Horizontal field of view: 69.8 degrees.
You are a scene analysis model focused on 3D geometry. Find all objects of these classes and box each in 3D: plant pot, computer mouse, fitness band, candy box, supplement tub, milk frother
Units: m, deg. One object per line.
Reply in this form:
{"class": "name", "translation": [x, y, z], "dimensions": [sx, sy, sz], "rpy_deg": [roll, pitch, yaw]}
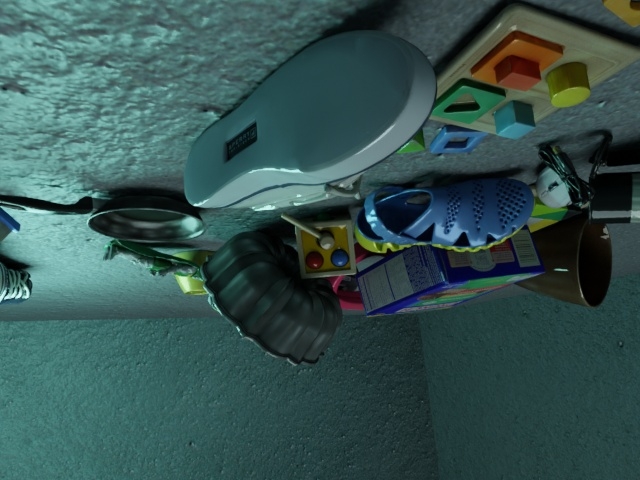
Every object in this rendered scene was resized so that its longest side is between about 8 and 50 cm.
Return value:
{"class": "plant pot", "translation": [0.559, 0.047, 1.141], "dimensions": [0.215, 0.215, 0.230], "rpy_deg": [9, 174, -41]}
{"class": "plant pot", "translation": [-0.316, 0.088, 1.183], "dimensions": [0.134, 0.095, 0.134], "rpy_deg": [-5, 165, -1]}
{"class": "computer mouse", "translation": [0.381, -0.086, 0.744], "dimensions": [0.042, 0.106, 0.193], "rpy_deg": [-34, 162, 13]}
{"class": "fitness band", "translation": [0.120, 0.091, 1.216], "dimensions": [0.209, 0.054, 0.291], "rpy_deg": [-52, 146, 16]}
{"class": "candy box", "translation": [0.274, 0.076, 1.035], "dimensions": [0.268, 0.122, 0.317], "rpy_deg": [-3, 162, -26]}
{"class": "supplement tub", "translation": [0.014, 0.095, 1.270], "dimensions": [0.117, 0.116, 0.190], "rpy_deg": [-15, 162, 34]}
{"class": "milk frother", "translation": [0.473, -0.088, 0.678], "dimensions": [0.135, 0.129, 0.143], "rpy_deg": [0, 177, 31]}

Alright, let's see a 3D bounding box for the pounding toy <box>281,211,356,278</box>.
{"class": "pounding toy", "translation": [0.000, 0.000, 0.906], "dimensions": [0.130, 0.141, 0.100], "rpy_deg": [-6, -167, 3]}

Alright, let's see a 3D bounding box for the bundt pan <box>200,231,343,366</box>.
{"class": "bundt pan", "translation": [-0.083, 0.101, 0.976], "dimensions": [0.124, 0.331, 0.331], "rpy_deg": [-49, 150, 13]}

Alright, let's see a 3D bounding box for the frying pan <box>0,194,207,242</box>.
{"class": "frying pan", "translation": [-0.357, -0.039, 0.778], "dimensions": [0.326, 0.053, 0.197], "rpy_deg": [6, 162, -29]}

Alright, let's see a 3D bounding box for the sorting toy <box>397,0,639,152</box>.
{"class": "sorting toy", "translation": [0.213, -0.160, 0.499], "dimensions": [0.196, 0.047, 0.348], "rpy_deg": [2, 164, -22]}

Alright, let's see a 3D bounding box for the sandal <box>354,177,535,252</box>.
{"class": "sandal", "translation": [0.202, -0.047, 0.795], "dimensions": [0.318, 0.126, 0.138], "rpy_deg": [-10, 160, 15]}

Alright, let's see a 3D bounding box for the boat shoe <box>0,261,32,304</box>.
{"class": "boat shoe", "translation": [-0.744, 0.095, 1.069], "dimensions": [0.341, 0.127, 0.158], "rpy_deg": [-7, 174, 40]}

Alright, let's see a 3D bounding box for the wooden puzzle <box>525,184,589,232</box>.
{"class": "wooden puzzle", "translation": [0.439, -0.052, 0.985], "dimensions": [0.221, 0.044, 0.239], "rpy_deg": [4, 163, -30]}

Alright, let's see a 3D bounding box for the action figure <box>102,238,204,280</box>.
{"class": "action figure", "translation": [-0.369, 0.053, 1.055], "dimensions": [0.232, 0.063, 0.137], "rpy_deg": [18, 166, -35]}

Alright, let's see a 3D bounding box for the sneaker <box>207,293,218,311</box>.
{"class": "sneaker", "translation": [-0.176, 0.125, 1.246], "dimensions": [0.300, 0.111, 0.121], "rpy_deg": [-15, -177, -41]}

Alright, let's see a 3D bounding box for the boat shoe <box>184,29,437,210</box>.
{"class": "boat shoe", "translation": [-0.003, -0.094, 0.516], "dimensions": [0.157, 0.135, 0.367], "rpy_deg": [9, 163, -41]}

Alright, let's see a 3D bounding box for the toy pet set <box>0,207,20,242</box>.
{"class": "toy pet set", "translation": [-0.536, -0.047, 0.724], "dimensions": [0.122, 0.065, 0.114], "rpy_deg": [-16, 127, 27]}
